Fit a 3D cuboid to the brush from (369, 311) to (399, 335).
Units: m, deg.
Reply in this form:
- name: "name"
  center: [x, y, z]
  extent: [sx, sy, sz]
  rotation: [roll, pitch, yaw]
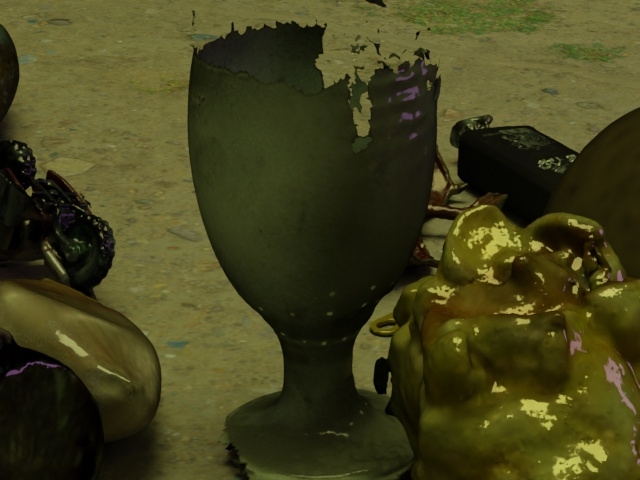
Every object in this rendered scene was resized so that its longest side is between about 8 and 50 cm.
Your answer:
- name: "brush"
  center: [0.117, 0.054, 1.731]
  extent: [0.083, 0.011, 0.205]
  rotation: [20, 29, 38]

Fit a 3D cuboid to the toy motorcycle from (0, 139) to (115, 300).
- name: "toy motorcycle"
  center: [-0.269, -0.004, 1.745]
  extent: [0.082, 0.122, 0.213]
  rotation: [-2, 31, -41]

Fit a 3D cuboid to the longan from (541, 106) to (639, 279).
- name: "longan"
  center: [0.317, 0.021, 1.451]
  extent: [0.288, 0.288, 0.350]
  rotation: [-5, 14, -15]

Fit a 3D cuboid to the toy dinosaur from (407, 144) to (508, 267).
- name: "toy dinosaur"
  center: [0.070, -0.054, 1.869]
  extent: [0.206, 0.113, 0.327]
  rotation: [14, 27, 31]

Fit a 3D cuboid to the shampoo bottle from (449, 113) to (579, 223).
- name: "shampoo bottle"
  center: [0.224, -0.071, 1.978]
  extent: [0.098, 0.071, 0.309]
  rotation: [-11, 22, -21]

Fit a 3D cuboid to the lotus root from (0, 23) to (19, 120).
- name: "lotus root"
  center: [-0.439, -0.206, 2.206]
  extent: [0.158, 0.140, 0.322]
  rotation: [15, 13, -11]

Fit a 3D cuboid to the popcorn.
- name: "popcorn"
  center: [0.150, 0.115, 1.254]
  extent: [0.215, 0.252, 0.286]
  rotation: [-28, 40, 10]

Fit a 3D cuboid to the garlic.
- name: "garlic"
  center: [-0.205, 0.089, 1.491]
  extent: [0.143, 0.112, 0.318]
  rotation: [20, 11, -14]

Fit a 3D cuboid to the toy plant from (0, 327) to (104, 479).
- name: "toy plant"
  center: [-0.275, 0.158, 1.265]
  extent: [0.235, 0.175, 0.218]
  rotation: [-18, -1, 37]

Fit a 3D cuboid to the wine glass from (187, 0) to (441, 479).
- name: "wine glass"
  center: [-0.003, 0.004, 1.386]
  extent: [0.190, 0.357, 0.190]
  rotation: [0, 18, 0]
